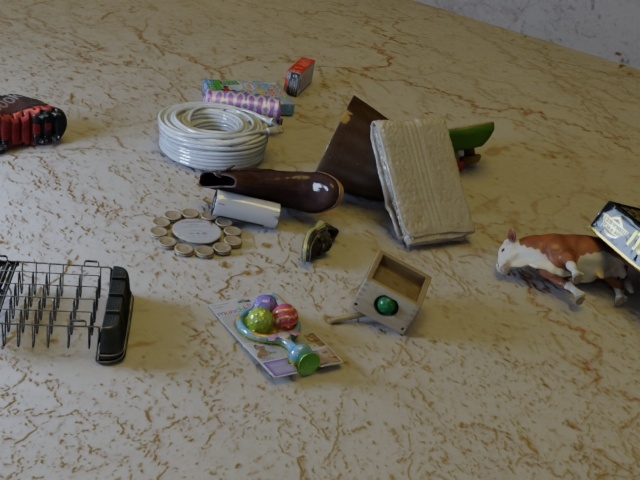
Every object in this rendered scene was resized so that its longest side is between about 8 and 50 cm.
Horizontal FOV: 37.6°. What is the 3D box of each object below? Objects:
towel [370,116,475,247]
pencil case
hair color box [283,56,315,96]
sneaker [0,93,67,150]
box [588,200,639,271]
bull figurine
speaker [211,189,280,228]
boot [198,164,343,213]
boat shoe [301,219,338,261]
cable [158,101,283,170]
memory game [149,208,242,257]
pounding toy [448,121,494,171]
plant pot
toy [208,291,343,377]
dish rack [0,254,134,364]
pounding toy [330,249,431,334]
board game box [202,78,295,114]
[{"bbox_3d":[0.218,-0.127,2.007,0.187,0.049,0.282,-6,78,-28],"label":"towel"},{"bbox_3d":[-0.196,-0.325,2.346,0.206,0.088,0.086,9,36,-6],"label":"pencil case"},{"bbox_3d":[-0.059,-0.462,2.651,0.043,0.072,0.141,17,29,9],"label":"hair color box"},{"bbox_3d":[-0.701,-0.257,2.048,0.276,0.098,0.135,-16,39,-42],"label":"sneaker"},{"bbox_3d":[0.729,0.053,1.882,0.257,0.079,0.322,9,31,-45],"label":"box"},{"bbox_3d":[0.514,0.048,1.907,0.310,0.101,0.188,-3,35,-21],"label":"bull figurine"},{"bbox_3d":[-0.151,-0.064,1.912,0.136,0.055,0.055,12,28,-14],"label":"speaker"},{"bbox_3d":[-0.101,-0.105,1.935,0.248,0.090,0.207,9,6,39],"label":"boot"},{"bbox_3d":[0.000,0.000,1.866,0.049,0.056,0.152,11,28,11],"label":"boat shoe"},{"bbox_3d":[-0.250,-0.246,2.189,0.257,0.089,0.257,28,34,30],"label":"cable"},{"bbox_3d":[-0.245,-0.015,1.856,0.186,0.012,0.186,8,29,-4],"label":"memory game"},{"bbox_3d":[0.341,-0.229,2.368,0.183,0.110,0.237,-11,4,-14],"label":"pounding toy"},{"bbox_3d":[0.128,-0.176,2.103,0.230,0.215,0.215,27,30,-1],"label":"plant pot"},{"bbox_3d":[-0.076,0.140,1.593,0.137,0.056,0.237,-8,34,-33],"label":"toy"},{"bbox_3d":[-0.445,0.104,1.523,0.271,0.074,0.208,4,28,-8],"label":"dish rack"},{"bbox_3d":[0.110,0.106,1.695,0.130,0.100,0.141,28,33,2],"label":"pounding toy"},{"bbox_3d":[-0.193,-0.380,2.496,0.211,0.039,0.160,-1,31,-22],"label":"board game box"}]
